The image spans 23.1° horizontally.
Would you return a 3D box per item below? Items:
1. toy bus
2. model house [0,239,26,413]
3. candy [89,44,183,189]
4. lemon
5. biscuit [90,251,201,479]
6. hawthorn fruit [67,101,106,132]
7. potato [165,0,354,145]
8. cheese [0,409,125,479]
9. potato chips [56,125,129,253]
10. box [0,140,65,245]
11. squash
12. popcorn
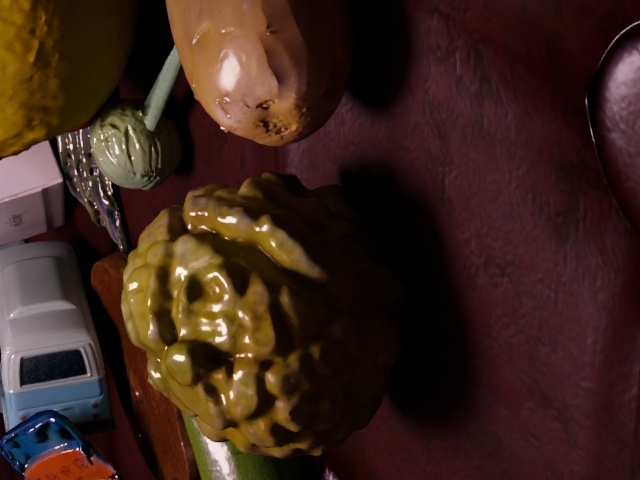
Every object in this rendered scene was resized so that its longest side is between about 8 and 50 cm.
[{"bbox_3d":[-0.334,0.107,1.892,0.271,0.133,0.165,-118,23,-56],"label":"toy bus"},{"bbox_3d":[-0.573,0.135,2.232,0.251,0.329,0.295,-14,90,61],"label":"model house"},{"bbox_3d":[-0.149,-0.151,1.494,0.335,0.092,0.093,125,145,-56],"label":"candy"},{"bbox_3d":[-0.310,-0.233,1.549,0.268,0.268,0.322,8,103,62],"label":"lemon"},{"bbox_3d":[-0.191,0.144,1.779,0.257,0.049,0.273,-11,97,69],"label":"biscuit"},{"bbox_3d":[-0.303,-0.173,1.739,0.140,0.125,0.125,-17,89,41],"label":"hawthorn fruit"},{"bbox_3d":[-0.050,-0.186,1.211,0.150,0.146,0.234,-16,73,21],"label":"potato"},{"bbox_3d":[-0.234,0.330,1.796,0.217,0.129,0.329,-30,108,27],"label":"cheese"},{"bbox_3d":[-0.268,-0.079,1.829,0.092,0.028,0.208,-3,104,47],"label":"potato chips"},{"bbox_3d":[-0.404,-0.145,1.942,0.194,0.111,0.260,115,137,-72],"label":"box"},{"bbox_3d":[-0.072,0.211,1.527,0.101,0.101,0.379,-36,67,63],"label":"squash"},{"bbox_3d":[-0.040,0.051,1.259,0.259,0.259,0.212,53,122,38],"label":"popcorn"}]
